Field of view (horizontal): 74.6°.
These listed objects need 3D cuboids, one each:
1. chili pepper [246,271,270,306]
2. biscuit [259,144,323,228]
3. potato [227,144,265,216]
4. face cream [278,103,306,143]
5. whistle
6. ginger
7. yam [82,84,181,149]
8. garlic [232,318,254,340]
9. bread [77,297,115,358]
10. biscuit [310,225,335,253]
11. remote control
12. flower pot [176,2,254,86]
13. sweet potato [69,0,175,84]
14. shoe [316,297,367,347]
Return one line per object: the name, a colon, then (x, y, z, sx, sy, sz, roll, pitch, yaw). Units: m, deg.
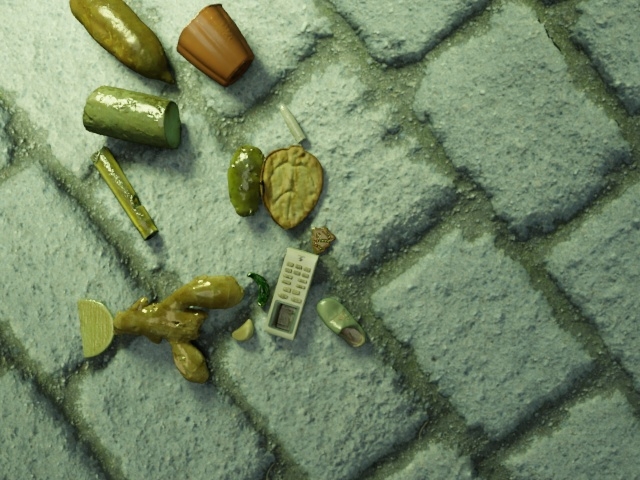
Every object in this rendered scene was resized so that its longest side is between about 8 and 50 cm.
chili pepper: (-0.190, 0.151, 1.338, 0.055, 0.035, 0.118, -21, 95, -13)
biscuit: (-0.093, -0.163, 1.297, 0.203, 0.041, 0.260, 4, 100, -22)
potato: (-0.228, -0.184, 1.298, 0.117, 0.090, 0.226, 6, 89, 7)
face cream: (-0.090, -0.366, 1.312, 0.034, 0.034, 0.130, -31, 91, 4)
whistle: (-0.623, -0.147, 1.335, 0.068, 0.057, 0.326, -33, 90, 4)
ginger: (-0.454, 0.232, 1.313, 0.348, 0.122, 0.363, 24, 103, -7)
yam: (-0.561, -0.372, 1.273, 0.268, 0.161, 0.161, 14, 93, 2)
garlic: (-0.244, 0.294, 1.345, 0.083, 0.041, 0.053, -36, 85, 11)
bread: (-0.719, 0.279, 1.370, 0.112, 0.036, 0.193, -9, 88, -1)
biscuit: (0.000, 0.000, 1.332, 0.082, 0.016, 0.092, 24, 92, 1)
remote control: (-0.092, 0.167, 1.323, 0.102, 0.055, 0.277, 17, 93, 3)
flower pot: (-0.302, -0.566, 1.254, 0.190, 0.190, 0.173, -43, 103, 4)
sweet potato: (-0.587, -0.616, 1.270, 0.369, 0.158, 0.158, 43, 94, 2)
shoe: (0.069, 0.261, 1.309, 0.079, 0.078, 0.195, -45, 93, 4)
